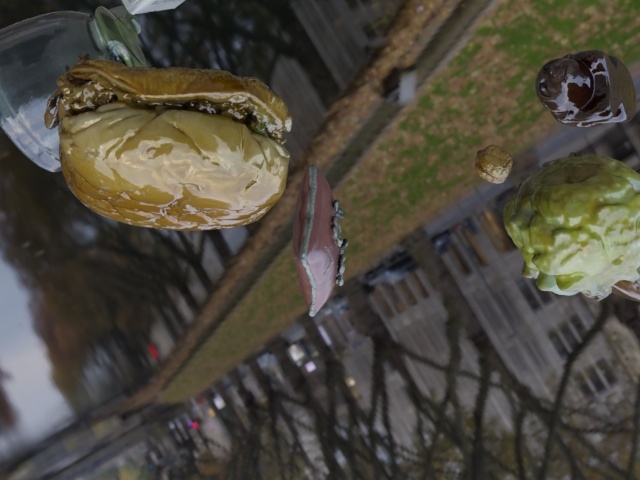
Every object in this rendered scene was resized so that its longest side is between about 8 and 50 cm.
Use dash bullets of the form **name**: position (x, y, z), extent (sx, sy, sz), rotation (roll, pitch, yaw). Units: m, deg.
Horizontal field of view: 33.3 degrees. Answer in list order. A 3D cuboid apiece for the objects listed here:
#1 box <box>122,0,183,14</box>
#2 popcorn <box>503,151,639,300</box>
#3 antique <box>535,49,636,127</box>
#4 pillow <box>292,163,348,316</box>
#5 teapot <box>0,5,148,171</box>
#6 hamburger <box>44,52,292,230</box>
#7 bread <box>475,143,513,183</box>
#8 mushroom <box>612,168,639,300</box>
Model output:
- **box**: position (-0.190, -0.459, 1.690), extent (0.259, 0.071, 0.168), rotation (-32, -178, 24)
- **popcorn**: position (0.317, -0.009, 1.315), extent (0.198, 0.198, 0.212), rotation (-26, 145, -42)
- **antique**: position (0.452, -0.258, 1.856), extent (0.143, 0.121, 0.257), rotation (-4, 180, 26)
- **pillow**: position (0.000, 0.000, 1.572), extent (0.075, 0.171, 0.179), rotation (2, 149, 9)
- **teapot**: position (-0.390, -0.265, 1.752), extent (0.239, 0.239, 0.321), rotation (-28, -179, 8)
- **hamburger**: position (-0.180, -0.103, 1.249), extent (0.319, 0.158, 0.318), rotation (5, 166, 1)
- **bread**: position (0.351, -0.156, 2.167), extent (0.081, 0.083, 0.046), rotation (0, 148, -24)
- **mushroom**: position (0.561, -0.074, 1.635), extent (0.334, 0.356, 0.331), rotation (5, -177, -10)
